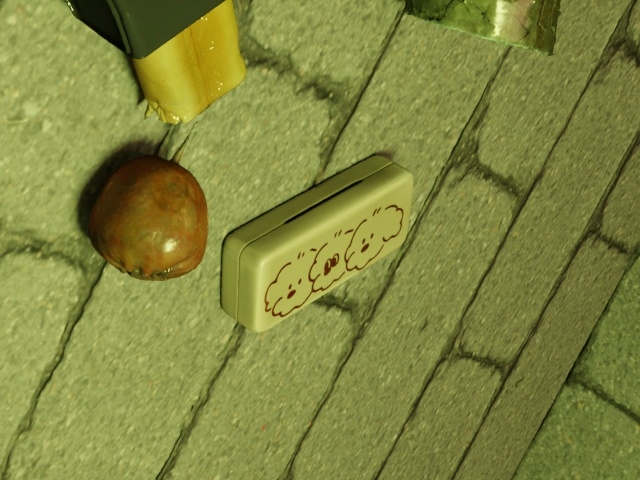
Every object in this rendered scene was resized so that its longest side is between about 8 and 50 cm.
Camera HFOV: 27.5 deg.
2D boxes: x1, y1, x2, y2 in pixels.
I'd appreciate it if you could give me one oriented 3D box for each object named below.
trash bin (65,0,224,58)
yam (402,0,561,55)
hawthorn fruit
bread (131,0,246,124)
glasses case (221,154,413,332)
[{"bbox_3d":[-0.137,-0.342,1.329,0.290,0.182,0.209,-42,145,-16],"label":"trash bin"},{"bbox_3d":[0.245,-0.422,1.749,0.241,0.241,0.348,-19,128,-46],"label":"yam"},{"bbox_3d":[-0.201,-0.034,1.559,0.149,0.149,0.189,73,15,-50],"label":"hawthorn fruit"},{"bbox_3d":[-0.158,-0.223,1.481,0.134,0.085,0.173,-38,144,-25],"label":"bread"},{"bbox_3d":[0.000,0.000,1.896,0.336,0.076,0.144,-31,138,-37],"label":"glasses case"}]
